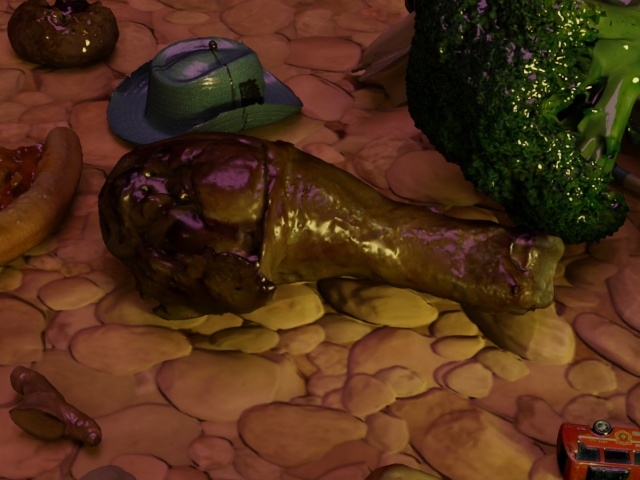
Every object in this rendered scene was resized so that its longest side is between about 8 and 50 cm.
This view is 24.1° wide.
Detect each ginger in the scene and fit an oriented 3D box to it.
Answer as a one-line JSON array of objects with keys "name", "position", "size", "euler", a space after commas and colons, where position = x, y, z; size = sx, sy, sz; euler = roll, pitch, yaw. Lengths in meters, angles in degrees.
[{"name": "ginger", "position": [-0.194, 0.121, 1.046], "size": [0.097, 0.030, 0.048], "euler": [33, 17, 34]}]

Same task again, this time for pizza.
[{"name": "pizza", "position": [-0.288, -0.026, 1.236], "size": [0.134, 0.056, 0.271], "euler": [32, 42, 24]}]

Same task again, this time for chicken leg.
[{"name": "chicken leg", "position": [-0.011, -0.004, 1.144], "size": [0.361, 0.140, 0.211], "euler": [12, 27, 20]}]

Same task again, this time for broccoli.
[{"name": "broccoli", "position": [0.214, -0.139, 1.226], "size": [0.297, 0.297, 0.297], "euler": [-10, 31, 14]}]

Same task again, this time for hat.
[{"name": "hat", "position": [-0.109, -0.150, 1.410], "size": [0.191, 0.078, 0.138], "euler": [-16, 36, -25]}]

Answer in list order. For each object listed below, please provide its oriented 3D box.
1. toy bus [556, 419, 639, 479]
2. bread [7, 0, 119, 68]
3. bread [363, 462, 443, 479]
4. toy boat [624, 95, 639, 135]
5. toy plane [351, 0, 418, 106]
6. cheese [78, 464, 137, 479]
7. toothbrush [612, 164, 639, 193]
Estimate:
[{"name": "toy bus", "position": [0.217, 0.150, 1.023], "size": [0.110, 0.031, 0.043], "euler": [4, 40, 2]}, {"name": "bread", "position": [-0.262, -0.213, 1.513], "size": [0.113, 0.060, 0.082], "euler": [5, 31, 2]}, {"name": "bread", "position": [0.152, 0.293, 0.787], "size": [0.362, 0.245, 0.233], "euler": [19, 21, -33]}, {"name": "toy boat", "position": [0.285, -0.151, 1.423], "size": [0.129, 0.088, 0.295], "euler": [23, 9, -43]}, {"name": "toy plane", "position": [0.145, -0.223, 1.447], "size": [0.256, 0.104, 0.242], "euler": [-37, 8, 4]}, {"name": "cheese", "position": [-0.105, 0.208, 0.906], "size": [0.065, 0.043, 0.194], "euler": [-14, 38, -25]}, {"name": "toothbrush", "position": [0.260, -0.062, 1.352], "size": [0.025, 0.019, 0.276], "euler": [-29, 44, -27]}]
